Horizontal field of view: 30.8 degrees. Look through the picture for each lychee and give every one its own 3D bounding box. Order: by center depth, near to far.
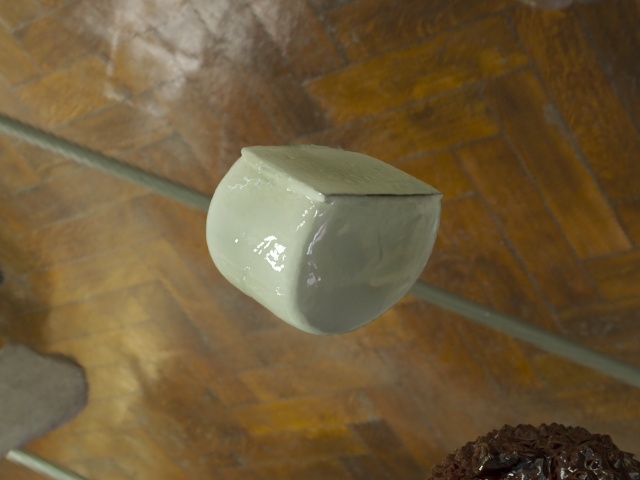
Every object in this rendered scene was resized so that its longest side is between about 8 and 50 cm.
[{"bbox_3d":[0.256,0.358,1.348,0.306,0.306,0.330,-6,119,32],"label":"lychee"}]

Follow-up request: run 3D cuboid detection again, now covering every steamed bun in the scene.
[{"bbox_3d":[0.000,0.000,1.176,0.146,0.242,0.164,32,112,32],"label":"steamed bun"}]
